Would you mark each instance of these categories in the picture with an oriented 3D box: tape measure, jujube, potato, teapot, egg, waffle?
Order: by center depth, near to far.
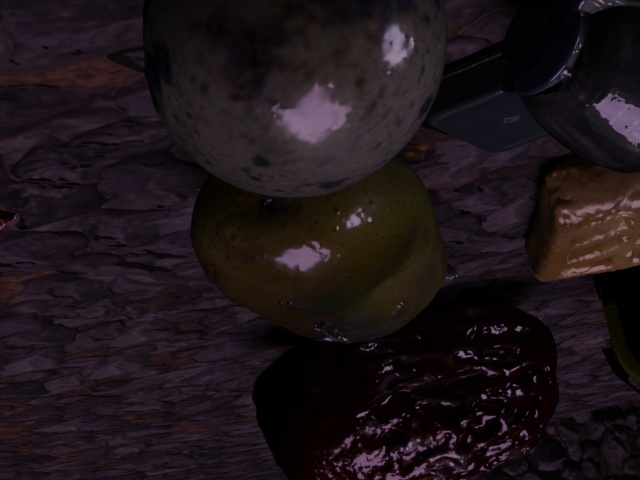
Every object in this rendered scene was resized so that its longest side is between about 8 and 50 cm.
[{"bbox_3d":[-0.014,-0.089,0.564,0.141,0.141,0.181,-8,168,-11],"label":"egg"},{"bbox_3d":[0.171,-0.108,0.690,0.108,0.111,0.149,15,158,-29],"label":"teapot"},{"bbox_3d":[0.000,0.000,0.872,0.169,0.143,0.248,-26,160,12],"label":"potato"},{"bbox_3d":[0.287,-0.023,1.138,0.168,0.057,0.274,-11,164,3],"label":"waffle"},{"bbox_3d":[0.440,0.107,1.454,0.199,0.186,0.112,-23,152,33],"label":"tape measure"},{"bbox_3d":[0.107,0.200,1.484,0.377,0.258,0.258,-6,164,0],"label":"jujube"}]

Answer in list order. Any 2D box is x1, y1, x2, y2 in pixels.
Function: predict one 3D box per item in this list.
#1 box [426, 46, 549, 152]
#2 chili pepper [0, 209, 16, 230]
[{"bbox_3d":[0.130,-0.096,0.832,0.091,0.031,0.126,-19,163,28],"label":"box"},{"bbox_3d":[-0.344,0.001,0.827,0.268,0.059,0.050,-11,-158,-9],"label":"chili pepper"}]
